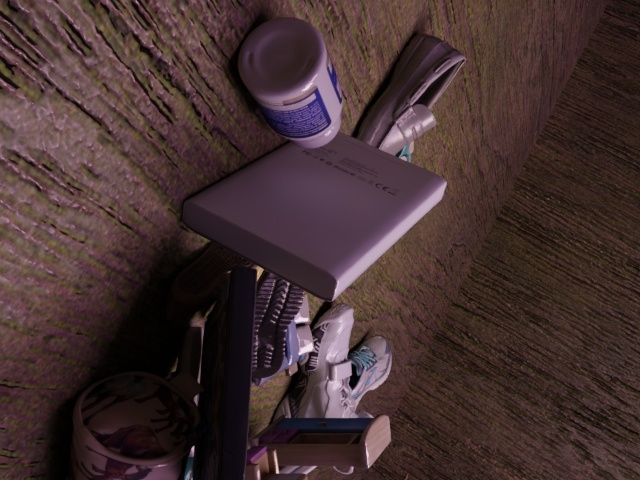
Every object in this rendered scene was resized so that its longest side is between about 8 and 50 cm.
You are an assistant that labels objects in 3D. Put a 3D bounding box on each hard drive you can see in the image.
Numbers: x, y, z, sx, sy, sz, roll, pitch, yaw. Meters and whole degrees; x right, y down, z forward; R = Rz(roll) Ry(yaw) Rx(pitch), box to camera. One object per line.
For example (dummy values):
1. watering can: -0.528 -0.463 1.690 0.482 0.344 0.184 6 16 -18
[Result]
1. hard drive: 0.006 -0.056 1.171 0.353 0.233 0.047 -38 149 -52

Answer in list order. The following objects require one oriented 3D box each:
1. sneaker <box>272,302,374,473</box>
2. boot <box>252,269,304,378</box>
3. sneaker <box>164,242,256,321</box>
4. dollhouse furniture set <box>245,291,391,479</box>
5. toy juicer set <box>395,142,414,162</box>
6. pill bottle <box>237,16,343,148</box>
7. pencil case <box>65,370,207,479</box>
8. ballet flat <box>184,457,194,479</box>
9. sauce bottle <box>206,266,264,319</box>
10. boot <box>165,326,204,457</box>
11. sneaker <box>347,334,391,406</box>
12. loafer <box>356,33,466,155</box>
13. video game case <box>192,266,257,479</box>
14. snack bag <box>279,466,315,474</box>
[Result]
1. sneaker: 0.044 0.330 1.823 0.137 0.210 0.366 -10 124 -68
2. boot: -0.090 0.077 1.175 0.076 0.137 0.198 3 123 -26
3. sneaker: -0.157 0.053 1.181 0.188 0.066 0.071 -31 162 -52
4. dollhouse furniture set: -0.030 0.207 1.315 0.286 0.198 0.303 -16 100 -70
5. toy juicer set: 0.151 -0.116 1.701 0.329 0.089 0.209 -63 161 -1
6. pill bottle: -0.030 -0.195 1.082 0.112 0.112 0.187 -60 161 -10
7. pencil case: -0.263 0.375 1.146 0.183 0.160 0.410 -12 130 -38
8. ballet flat: -0.221 0.310 1.295 0.247 0.087 0.083 -68 -165 -10
9. sauce bottle: -0.130 0.076 1.286 0.128 0.042 0.042 -57 160 -23
10. boot: -0.216 0.223 1.232 0.069 0.086 0.190 33 56 -64
11. sneaker: 0.103 0.340 2.158 0.283 0.110 0.122 -49 153 -36
12. loafer: 0.158 -0.232 1.527 0.319 0.111 0.112 -62 161 -5
13. video game case: -0.130 0.203 1.089 0.248 0.035 0.275 126 -32 -63
14. snack bag: -0.124 0.479 1.561 0.323 0.037 0.342 -34 171 -9
